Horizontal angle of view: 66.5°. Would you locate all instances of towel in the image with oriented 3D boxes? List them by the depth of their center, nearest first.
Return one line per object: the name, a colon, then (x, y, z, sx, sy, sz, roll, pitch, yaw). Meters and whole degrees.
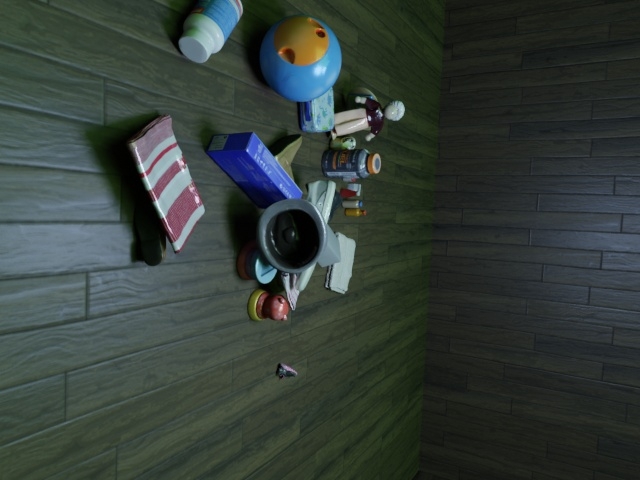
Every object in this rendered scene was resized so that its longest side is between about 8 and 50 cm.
towel: (-0.414, -0.161, 1.349, 0.237, 0.037, 0.328, -80, 159, -58)
towel: (-0.108, 0.162, 1.860, 0.197, 0.029, 0.144, -77, 155, -71)
towel: (0.099, 0.112, 2.362, 0.187, 0.049, 0.282, 25, 72, -59)

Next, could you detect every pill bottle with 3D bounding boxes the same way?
pill bottle: (-0.326, -0.634, 1.435, 0.124, 0.124, 0.221, 55, 46, -48)
pill bottle: (0.141, -0.342, 2.172, 0.130, 0.246, 0.130, -13, 104, -60)

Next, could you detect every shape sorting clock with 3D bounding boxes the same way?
shape sorting clock: (0.201, -0.617, 2.286, 0.040, 0.206, 0.206, -40, 128, -36)

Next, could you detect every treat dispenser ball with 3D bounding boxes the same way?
treat dispenser ball: (-0.070, -0.638, 1.719, 0.288, 0.288, 0.288, -13, 105, -59)

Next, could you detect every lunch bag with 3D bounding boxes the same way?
lunch bag: (-0.018, -0.560, 2.021, 0.176, 0.090, 0.218, -29, 119, -57)

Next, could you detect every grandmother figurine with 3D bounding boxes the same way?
grandmother figurine: (0.207, -0.543, 2.176, 0.104, 0.343, 0.207, -102, 175, -48)

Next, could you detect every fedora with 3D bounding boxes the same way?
fedora: (-0.104, -0.026, 1.697, 0.124, 0.244, 0.275, -126, -163, -68)

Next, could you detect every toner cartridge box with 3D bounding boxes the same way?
toner cartridge box: (-0.214, -0.225, 1.649, 0.348, 0.165, 0.075, 49, 52, -52)

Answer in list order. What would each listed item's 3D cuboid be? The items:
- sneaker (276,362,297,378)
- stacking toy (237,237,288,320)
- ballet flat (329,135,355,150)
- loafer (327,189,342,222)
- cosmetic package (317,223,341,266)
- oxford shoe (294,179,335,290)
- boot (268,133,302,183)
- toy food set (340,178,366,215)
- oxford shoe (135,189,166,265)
sneaker: (-0.142, 0.548, 2.013, 0.057, 0.047, 0.119, -58, 141, -12)
stacking toy: (-0.163, 0.126, 1.820, 0.279, 0.131, 0.308, -46, 133, -48)
ballet flat: (0.126, -0.452, 2.305, 0.232, 0.073, 0.080, -28, 118, -57)
loafer: (0.027, -0.145, 2.182, 0.078, 0.076, 0.223, 57, 46, -28)
cosmetic package: (0.000, 0.000, 2.089, 0.238, 0.107, 0.127, 48, 30, -50)
oxford shoe: (-0.049, -0.029, 1.874, 0.169, 0.130, 0.449, 116, -12, -78)
boot: (-0.124, -0.249, 1.895, 0.236, 0.089, 0.269, -49, 137, -42)
toy food set: (0.168, -0.237, 2.376, 0.111, 0.105, 0.232, 10, 85, -60)
oxford shoe: (-0.464, -0.038, 1.352, 0.076, 0.076, 0.212, -100, -171, -87)
